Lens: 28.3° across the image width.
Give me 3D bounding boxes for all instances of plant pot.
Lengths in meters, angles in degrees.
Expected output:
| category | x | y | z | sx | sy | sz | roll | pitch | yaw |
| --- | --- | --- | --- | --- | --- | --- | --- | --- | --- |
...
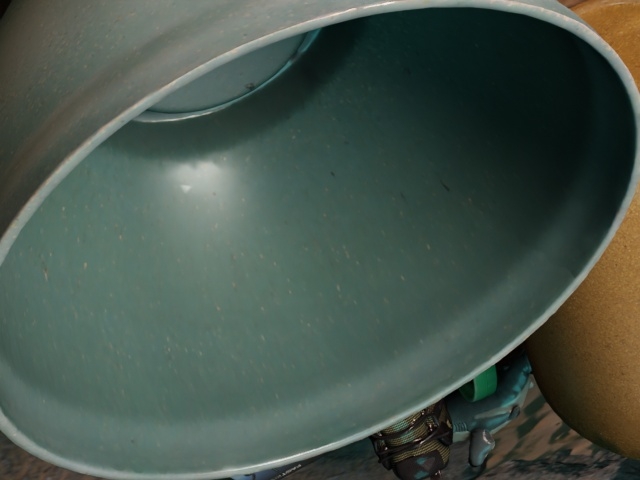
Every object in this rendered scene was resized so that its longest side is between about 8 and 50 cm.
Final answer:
| category | x | y | z | sx | sy | sz | roll | pitch | yaw |
| --- | --- | --- | --- | --- | --- | --- | --- | --- | --- |
| plant pot | -0.032 | -0.053 | 0.577 | 0.293 | 0.196 | 0.293 | -17 | 144 | -13 |
| plant pot | 0.209 | -0.025 | 0.801 | 0.237 | 0.237 | 0.254 | -28 | 133 | 7 |

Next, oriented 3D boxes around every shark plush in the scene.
| category | x | y | z | sx | sy | sz | roll | pitch | yaw |
| --- | --- | --- | --- | --- | --- | --- | --- | --- | --- |
| shark plush | 0.153 | 0.142 | 1.156 | 0.067 | 0.073 | 0.161 | 33 | 128 | -20 |

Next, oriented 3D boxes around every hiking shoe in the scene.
| category | x | y | z | sx | sy | sz | roll | pitch | yaw |
| --- | --- | --- | --- | --- | --- | --- | --- | --- | --- |
| hiking shoe | 0.068 | 0.129 | 1.014 | 0.086 | 0.114 | 0.227 | -28 | 149 | 6 |

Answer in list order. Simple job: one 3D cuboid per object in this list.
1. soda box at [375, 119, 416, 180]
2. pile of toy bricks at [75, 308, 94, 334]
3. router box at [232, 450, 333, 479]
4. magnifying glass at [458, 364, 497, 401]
| category | x | y | z | sx | sy | sz | roll | pitch | yaw |
| --- | --- | --- | --- | --- | --- | --- | --- | --- | --- |
| soda box | 0.000 | 0.000 | 0.798 | 0.092 | 0.083 | 0.263 | 5 | 140 | -38 |
| pile of toy bricks | -0.193 | 0.033 | 0.710 | 0.105 | 0.118 | 0.212 | 40 | 147 | -19 |
| router box | -0.028 | 0.161 | 1.072 | 0.122 | 0.038 | 0.092 | -29 | 150 | 9 |
| magnifying glass | 0.100 | 0.036 | 0.935 | 0.026 | 0.092 | 0.231 | -19 | 139 | -8 |
